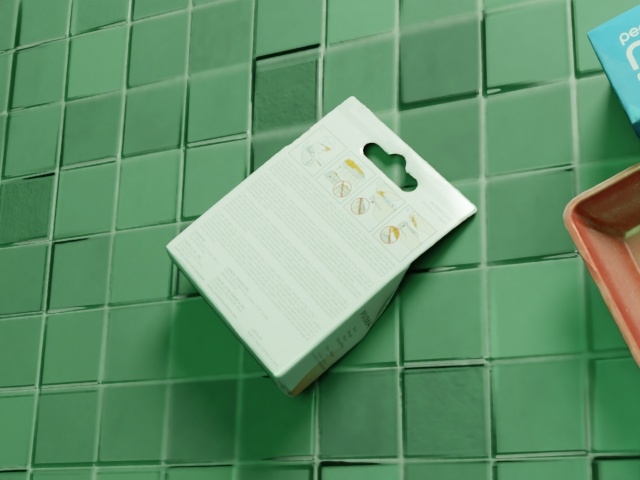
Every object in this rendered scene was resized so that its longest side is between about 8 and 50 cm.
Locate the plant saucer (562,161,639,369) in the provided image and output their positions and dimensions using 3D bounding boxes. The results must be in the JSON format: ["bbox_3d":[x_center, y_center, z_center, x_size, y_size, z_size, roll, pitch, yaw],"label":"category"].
[{"bbox_3d":[0.302,0.031,0.581,0.259,0.048,0.258,-31,63,17],"label":"plant saucer"}]

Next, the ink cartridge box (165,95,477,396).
[{"bbox_3d":[0.000,0.000,0.765,0.179,0.045,0.145,-39,58,-9],"label":"ink cartridge box"}]

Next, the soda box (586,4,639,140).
[{"bbox_3d":[0.273,-0.133,0.635,0.210,0.067,0.071,-27,64,19],"label":"soda box"}]
